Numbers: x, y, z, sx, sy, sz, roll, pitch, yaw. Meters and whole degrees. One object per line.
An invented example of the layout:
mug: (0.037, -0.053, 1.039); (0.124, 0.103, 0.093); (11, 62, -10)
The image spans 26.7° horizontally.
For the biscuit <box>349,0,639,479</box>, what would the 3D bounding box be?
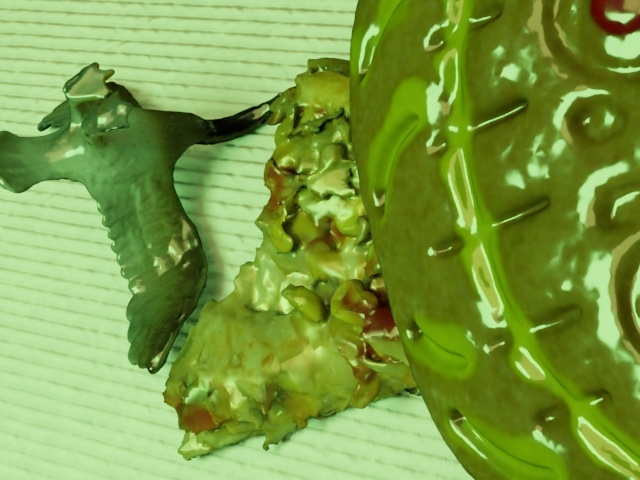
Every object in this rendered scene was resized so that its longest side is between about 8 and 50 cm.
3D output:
biscuit: (0.157, -0.051, 0.675); (0.350, 0.070, 0.394); (-31, 69, 37)

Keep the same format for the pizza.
pizza: (0.000, 0.000, 0.890); (0.287, 0.074, 0.251); (-23, 60, 19)

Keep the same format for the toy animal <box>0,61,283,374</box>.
toy animal: (-0.121, -0.059, 0.940); (0.197, 0.160, 0.273); (-30, 63, 11)
